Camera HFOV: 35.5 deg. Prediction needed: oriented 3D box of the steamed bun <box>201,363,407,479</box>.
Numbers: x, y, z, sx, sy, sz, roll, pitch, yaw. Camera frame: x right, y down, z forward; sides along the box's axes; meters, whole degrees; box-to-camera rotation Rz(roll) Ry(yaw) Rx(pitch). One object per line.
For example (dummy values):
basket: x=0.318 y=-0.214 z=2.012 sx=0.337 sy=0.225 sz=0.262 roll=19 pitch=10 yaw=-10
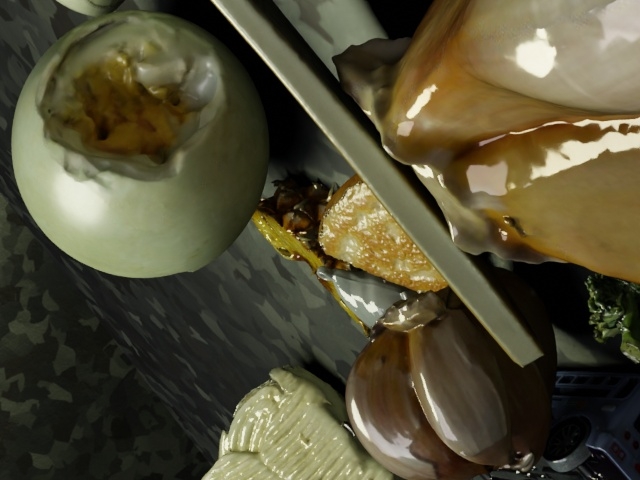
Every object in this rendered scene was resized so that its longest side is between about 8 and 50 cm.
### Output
steamed bun: x=-0.013 y=0.404 z=1.649 sx=0.347 sy=0.394 sz=0.237 roll=-2 pitch=168 yaw=14

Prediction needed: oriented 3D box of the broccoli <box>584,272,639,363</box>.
broccoli: x=0.260 y=0.073 z=0.810 sx=0.095 sy=0.092 sz=0.097 roll=10 pitch=126 yaw=26

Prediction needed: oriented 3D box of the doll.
doll: x=0.100 y=0.079 z=1.096 sx=0.228 sy=0.075 sz=0.102 roll=25 pitch=158 yaw=-3

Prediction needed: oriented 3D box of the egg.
egg: x=-0.197 y=-0.091 z=1.120 sx=0.278 sy=0.278 sz=0.336 roll=43 pitch=162 yaw=11

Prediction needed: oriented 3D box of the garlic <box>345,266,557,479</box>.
garlic: x=0.123 y=0.126 z=0.926 sx=0.160 sy=0.214 sz=0.191 roll=-21 pitch=93 yaw=28

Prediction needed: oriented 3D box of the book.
book: x=0.020 y=-0.093 z=0.767 sx=0.389 sy=0.032 sz=0.269 roll=48 pitch=-170 yaw=-20

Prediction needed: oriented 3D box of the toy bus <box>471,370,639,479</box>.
toy bus: x=0.239 y=0.202 z=1.012 sx=0.125 sy=0.133 sz=0.292 roll=47 pitch=157 yaw=-14

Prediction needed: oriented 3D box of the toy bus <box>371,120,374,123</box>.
toy bus: x=0.096 y=-0.086 z=0.911 sx=0.131 sy=0.037 sz=0.052 roll=38 pitch=161 yaw=19

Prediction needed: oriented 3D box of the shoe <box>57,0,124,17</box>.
shoe: x=-0.189 y=-0.298 z=0.946 sx=0.210 sy=0.132 sz=0.342 roll=45 pitch=155 yaw=13

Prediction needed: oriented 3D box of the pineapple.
pineapple: x=0.001 y=-0.001 z=1.176 sx=0.233 sy=0.079 sz=0.135 roll=38 pitch=154 yaw=22

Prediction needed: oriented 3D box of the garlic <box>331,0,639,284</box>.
garlic: x=0.167 y=-0.089 z=0.541 sx=0.313 sy=0.249 sz=0.286 roll=-21 pitch=90 yaw=61

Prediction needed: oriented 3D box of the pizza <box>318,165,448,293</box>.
pizza: x=0.102 y=0.001 z=1.021 sx=0.199 sy=0.062 sz=0.188 roll=42 pitch=145 yaw=-9
